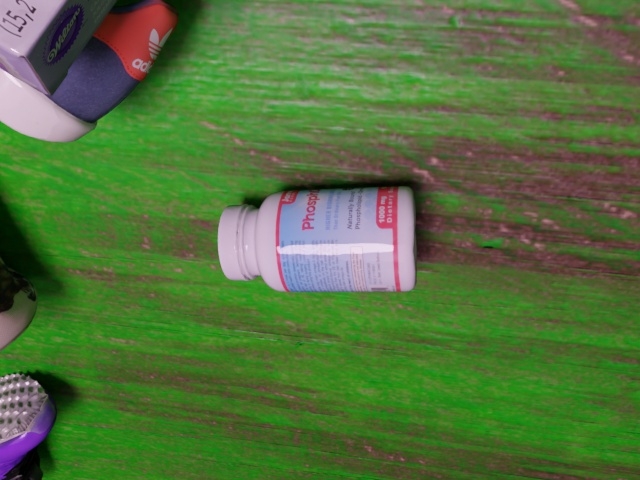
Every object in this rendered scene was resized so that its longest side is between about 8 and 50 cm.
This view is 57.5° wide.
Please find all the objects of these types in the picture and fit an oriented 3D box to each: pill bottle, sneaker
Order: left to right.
[{"bbox_3d":[-0.229,-0.240,0.368,0.148,0.131,0.350,-36,106,5],"label":"sneaker"},{"bbox_3d":[-0.401,0.269,0.741,0.293,0.102,0.146,-24,120,29],"label":"sneaker"},{"bbox_3d":[0.000,0.000,0.493,0.160,0.087,0.087,-1,123,10],"label":"pill bottle"}]

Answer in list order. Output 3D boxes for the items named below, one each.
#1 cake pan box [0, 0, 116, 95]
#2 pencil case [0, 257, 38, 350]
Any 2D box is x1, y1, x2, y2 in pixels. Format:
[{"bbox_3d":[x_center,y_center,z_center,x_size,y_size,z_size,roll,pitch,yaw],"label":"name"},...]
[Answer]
[{"bbox_3d":[-0.182,-0.242,0.286,0.245,0.070,0.267,32,80,-9],"label":"cake pan box"},{"bbox_3d":[-0.393,-0.062,0.469,0.159,0.184,0.411,-4,125,18],"label":"pencil case"}]
